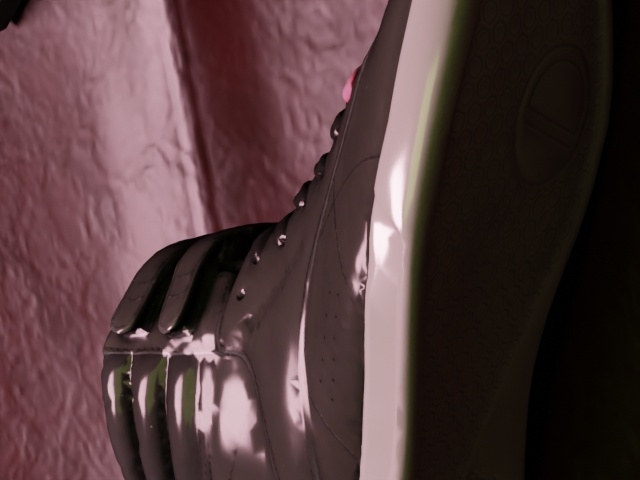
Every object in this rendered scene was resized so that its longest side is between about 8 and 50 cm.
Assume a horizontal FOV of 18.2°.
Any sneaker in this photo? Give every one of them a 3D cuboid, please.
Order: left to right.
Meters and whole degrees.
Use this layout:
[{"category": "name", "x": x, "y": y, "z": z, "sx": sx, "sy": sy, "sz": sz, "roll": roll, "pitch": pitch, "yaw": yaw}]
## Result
[{"category": "sneaker", "x": 0.000, "y": 0.000, "z": 0.644, "sx": 0.147, "sy": 0.104, "sz": 0.295, "roll": 25, "pitch": 120, "yaw": 34}]

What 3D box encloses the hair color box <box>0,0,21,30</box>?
[{"category": "hair color box", "x": -0.138, "y": -0.236, "z": 0.678, "sx": 0.113, "sy": 0.185, "sz": 0.374, "roll": 53, "pitch": 130, "yaw": 24}]
